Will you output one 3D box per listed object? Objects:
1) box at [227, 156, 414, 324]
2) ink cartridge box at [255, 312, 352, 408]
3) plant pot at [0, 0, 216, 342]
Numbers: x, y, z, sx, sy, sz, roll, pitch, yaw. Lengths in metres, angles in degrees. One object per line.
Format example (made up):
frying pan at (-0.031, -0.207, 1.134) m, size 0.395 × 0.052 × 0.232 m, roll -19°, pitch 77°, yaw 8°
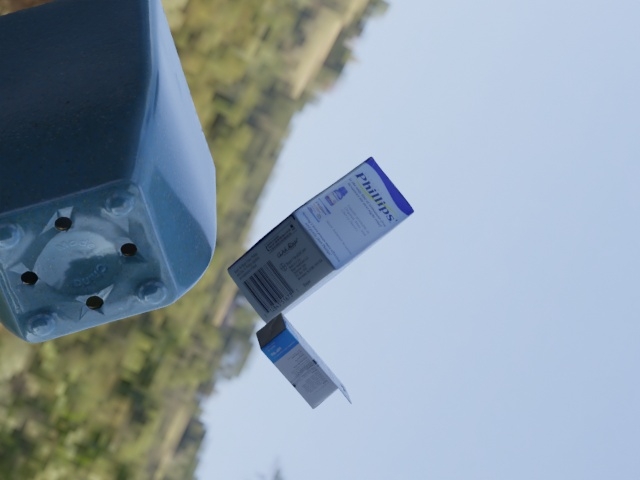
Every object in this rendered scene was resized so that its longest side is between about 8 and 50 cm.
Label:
box at (0.000, 0.000, 1.858) m, size 0.137 × 0.072 × 0.126 m, roll -35°, pitch 177°, yaw -44°
ink cartridge box at (-0.013, 0.101, 1.521) m, size 0.028 × 0.083 × 0.048 m, roll -39°, pitch -166°, yaw 4°
plant pot at (-0.227, -0.051, 1.759) m, size 0.252 × 0.247 × 0.247 m, roll -106°, pitch 180°, yaw -53°
